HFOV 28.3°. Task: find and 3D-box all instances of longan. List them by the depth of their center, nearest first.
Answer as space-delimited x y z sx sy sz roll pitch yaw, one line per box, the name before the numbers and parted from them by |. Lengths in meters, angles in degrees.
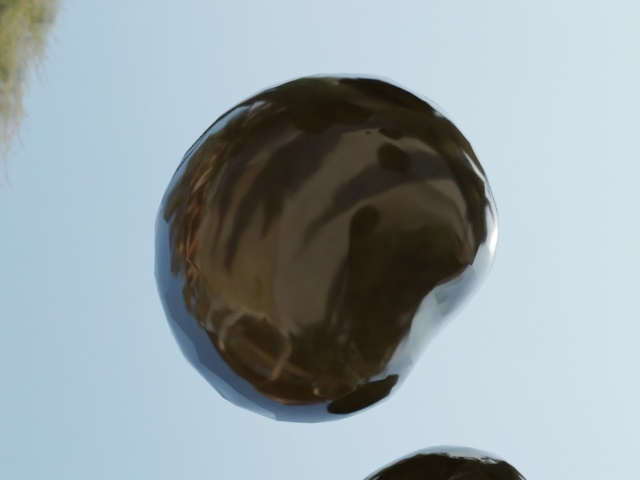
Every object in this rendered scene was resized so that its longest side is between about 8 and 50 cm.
longan | 0.130 0.334 1.356 0.246 0.215 0.246 0 -96 -2
longan | 0.000 0.000 1.399 0.405 0.336 0.404 -8 -126 12
